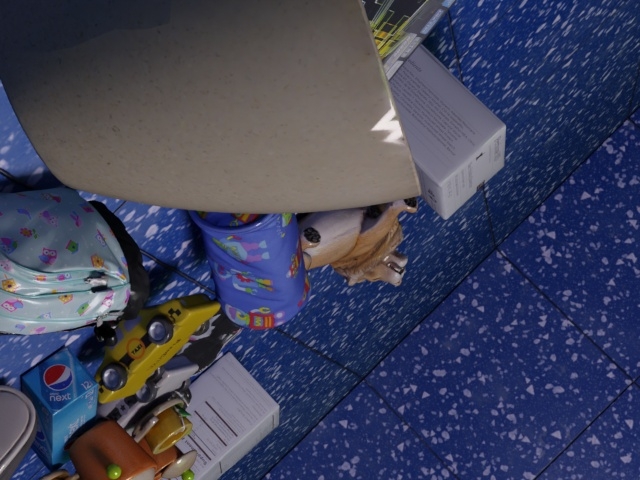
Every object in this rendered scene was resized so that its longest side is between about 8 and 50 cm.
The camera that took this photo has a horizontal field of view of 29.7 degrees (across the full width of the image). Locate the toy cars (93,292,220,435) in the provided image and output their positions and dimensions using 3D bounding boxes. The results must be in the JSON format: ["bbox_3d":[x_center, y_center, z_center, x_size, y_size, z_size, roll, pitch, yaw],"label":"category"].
[{"bbox_3d":[-0.247,0.167,1.629,0.176,0.087,0.394,-31,164,-27],"label":"toy cars"}]

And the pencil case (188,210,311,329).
[{"bbox_3d":[-0.087,0.001,1.470,0.306,0.133,0.119,81,23,-62],"label":"pencil case"}]

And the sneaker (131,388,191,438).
[{"bbox_3d":[-0.277,0.280,1.918,0.162,0.063,0.073,-37,-179,-13],"label":"sneaker"}]

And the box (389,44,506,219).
[{"bbox_3d":[0.145,-0.147,1.619,0.119,0.182,0.181,-43,165,-3],"label":"box"}]

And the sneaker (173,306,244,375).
[{"bbox_3d":[-0.169,0.150,1.812,0.178,0.072,0.077,-34,173,-15],"label":"sneaker"}]

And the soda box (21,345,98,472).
[{"bbox_3d":[-0.337,0.221,1.556,0.071,0.067,0.210,-35,162,-28],"label":"soda box"}]

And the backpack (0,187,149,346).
[{"bbox_3d":[-0.261,0.019,1.119,0.182,0.152,0.115,-5,134,-48],"label":"backpack"}]

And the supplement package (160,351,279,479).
[{"bbox_3d":[-0.203,0.332,2.068,0.244,0.134,0.139,-40,164,-17],"label":"supplement package"}]

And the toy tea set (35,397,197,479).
[{"bbox_3d":[-0.253,0.326,1.666,0.200,0.124,0.336,-45,165,24],"label":"toy tea set"}]

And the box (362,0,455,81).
[{"bbox_3d":[0.071,-0.297,1.200,0.395,0.097,0.318,-50,167,17],"label":"box"}]

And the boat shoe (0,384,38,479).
[{"bbox_3d":[-0.442,0.314,1.381,0.335,0.112,0.095,-52,173,-27],"label":"boat shoe"}]

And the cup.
[{"bbox_3d":[-0.091,-0.151,0.840,0.236,0.331,0.331,-19,165,4],"label":"cup"}]

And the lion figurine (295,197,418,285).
[{"bbox_3d":[0.000,0.000,1.783,0.392,0.142,0.240,-9,152,-42],"label":"lion figurine"}]
